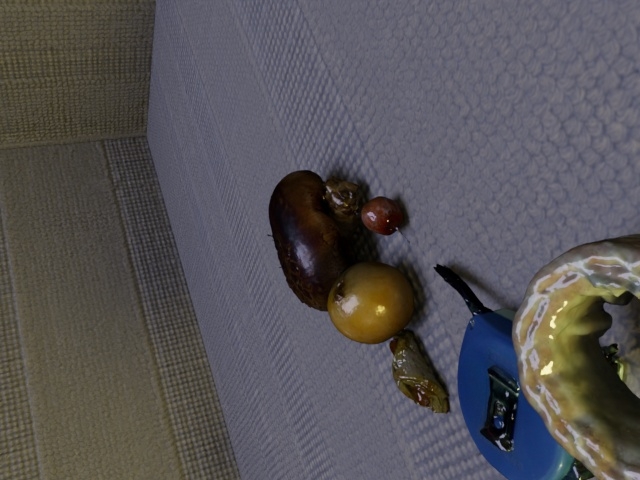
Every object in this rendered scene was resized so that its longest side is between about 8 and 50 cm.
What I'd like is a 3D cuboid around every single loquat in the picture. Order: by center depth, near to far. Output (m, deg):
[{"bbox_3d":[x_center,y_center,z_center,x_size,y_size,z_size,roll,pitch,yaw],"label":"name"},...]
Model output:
[{"bbox_3d":[0.087,0.107,1.081,0.137,0.163,0.163,-114,26,-49],"label":"loquat"}]

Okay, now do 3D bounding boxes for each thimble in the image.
[{"bbox_3d":[0.288,0.108,0.558,0.196,0.148,0.229,-21,80,43],"label":"thimble"}]

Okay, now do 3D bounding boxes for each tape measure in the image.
[{"bbox_3d":[0.233,0.175,0.846,0.351,0.097,0.215,-147,52,-62],"label":"tape measure"}]

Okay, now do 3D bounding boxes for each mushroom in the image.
[{"bbox_3d":[-0.012,-0.001,1.240,0.278,0.163,0.297,106,147,-46],"label":"mushroom"}]

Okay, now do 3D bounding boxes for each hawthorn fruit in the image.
[{"bbox_3d":[0.116,-0.032,1.064,0.103,0.066,0.067,45,139,38],"label":"hawthorn fruit"}]

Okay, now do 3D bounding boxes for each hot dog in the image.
[{"bbox_3d":[0.155,0.230,1.077,0.078,0.061,0.169,104,147,-45],"label":"hot dog"}]
